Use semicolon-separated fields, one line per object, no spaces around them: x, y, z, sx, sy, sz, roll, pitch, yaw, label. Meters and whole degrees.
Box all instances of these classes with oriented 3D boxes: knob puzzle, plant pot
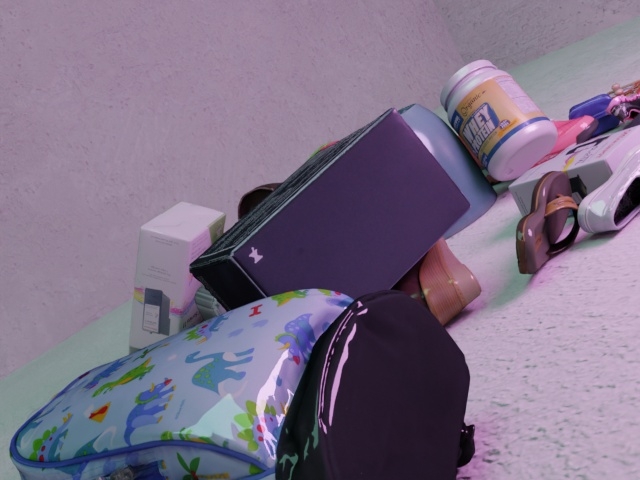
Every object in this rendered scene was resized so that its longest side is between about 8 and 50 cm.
0.681;-0.332;1.627;0.213;0.030;0.213;-28;10;5;knob puzzle
0.163;-0.125;1.453;0.293;0.235;0.293;-28;9;5;plant pot

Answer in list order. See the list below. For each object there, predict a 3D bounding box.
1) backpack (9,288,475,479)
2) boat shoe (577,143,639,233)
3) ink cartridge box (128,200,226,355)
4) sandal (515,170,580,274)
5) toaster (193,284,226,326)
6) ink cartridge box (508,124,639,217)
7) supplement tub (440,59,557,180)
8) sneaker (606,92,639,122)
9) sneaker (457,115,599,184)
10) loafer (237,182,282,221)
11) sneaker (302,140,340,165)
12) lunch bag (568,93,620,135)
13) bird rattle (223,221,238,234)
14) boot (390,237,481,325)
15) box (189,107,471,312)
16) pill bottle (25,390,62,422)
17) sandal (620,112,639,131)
-0.083;0.187;0.626;0.355;0.273;0.290;-38;10;32;backpack
0.414;-0.072;0.966;0.184;0.066;0.063;-33;21;-24;boat shoe
-0.316;0.116;1.623;0.119;0.354;0.207;15;22;10;ink cartridge box
0.308;-0.025;0.970;0.060;0.090;0.219;-3;21;32;sandal
-0.146;0.113;1.446;0.227;0.129;0.146;-31;12;-20;toaster
0.395;-0.097;1.108;0.127;0.072;0.175;-35;11;-35;ink cartridge box
0.329;-0.226;1.382;0.144;0.200;0.144;-26;-27;-14;supplement tub
0.603;-0.248;1.401;0.119;0.057;0.047;-15;-37;-21;sneaker
0.394;-0.203;1.475;0.313;0.136;0.116;-18;16;50;sneaker
-0.048;-0.028;1.421;0.365;0.134;0.130;20;18;42;loafer
-0.042;-0.002;1.671;0.483;0.202;0.185;-45;35;-2;sneaker
0.544;-0.245;1.457;0.098;0.067;0.065;-24;11;24;lunch bag
-0.193;0.042;1.846;0.206;0.143;0.253;6;-35;-39;bird rattle
0.097;0.075;1.033;0.206;0.090;0.248;-27;13;1;boot
0.000;0.000;1.039;0.296;0.183;0.294;-43;9;-17;box
-0.382;0.291;1.234;0.208;0.119;0.119;-26;10;18;pill bottle
0.641;-0.283;1.251;0.445;0.107;0.167;-37;12;-38;sandal
